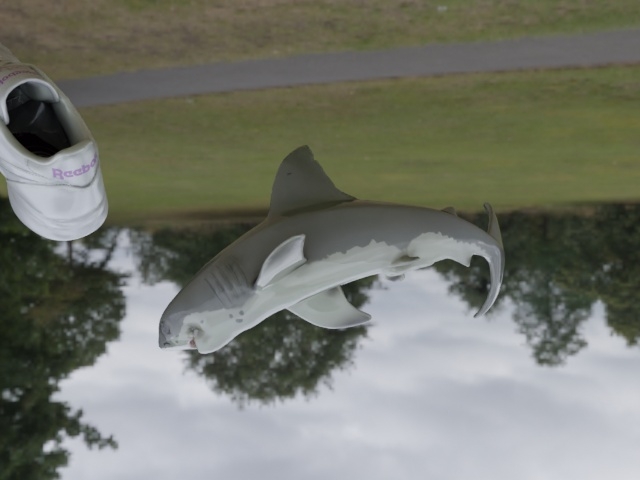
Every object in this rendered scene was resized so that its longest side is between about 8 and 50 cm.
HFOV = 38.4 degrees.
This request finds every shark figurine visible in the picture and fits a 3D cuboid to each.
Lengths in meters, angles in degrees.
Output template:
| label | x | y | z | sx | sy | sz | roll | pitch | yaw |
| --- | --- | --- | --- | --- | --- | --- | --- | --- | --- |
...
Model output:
| label | x | y | z | sx | sy | sz | roll | pitch | yaw |
| --- | --- | --- | --- | --- | --- | --- | --- | --- | --- |
| shark figurine | 0.025 | -0.013 | 0.620 | 0.278 | 0.116 | 0.166 | -10 | 152 | -19 |

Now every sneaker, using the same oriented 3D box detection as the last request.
| label | x | y | z | sx | sy | sz | roll | pitch | yaw |
| --- | --- | --- | --- | --- | --- | --- | --- | --- | --- |
| sneaker | -0.308 | -0.145 | 0.903 | 0.114 | 0.305 | 0.152 | -36 | 161 | -31 |
